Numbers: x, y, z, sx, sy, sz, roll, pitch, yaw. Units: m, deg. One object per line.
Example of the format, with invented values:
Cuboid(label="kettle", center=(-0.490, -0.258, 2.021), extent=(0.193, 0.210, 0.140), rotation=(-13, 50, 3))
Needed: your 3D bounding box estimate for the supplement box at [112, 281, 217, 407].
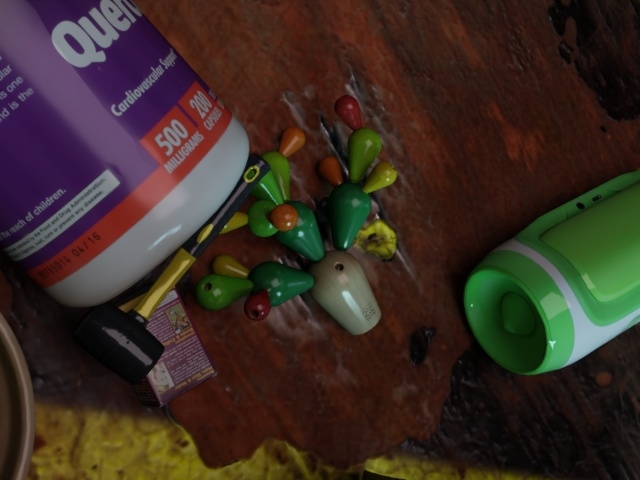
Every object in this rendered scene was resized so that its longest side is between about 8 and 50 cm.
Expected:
Cuboid(label="supplement box", center=(-0.125, 0.079, 0.806), extent=(0.055, 0.043, 0.083), rotation=(-28, 98, -30))

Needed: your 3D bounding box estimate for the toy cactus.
Cuboid(label="toy cactus", center=(0.000, 0.000, 0.867), extent=(0.180, 0.112, 0.219), rotation=(55, 53, -24))

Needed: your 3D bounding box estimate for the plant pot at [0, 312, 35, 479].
Cuboid(label="plant pot", center=(-0.309, 0.116, 0.656), extent=(0.237, 0.110, 0.237), rotation=(3, 83, -30))

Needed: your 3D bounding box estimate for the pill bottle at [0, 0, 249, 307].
Cuboid(label="pill bottle", center=(-0.210, -0.121, 0.701), extent=(0.323, 0.181, 0.181), rotation=(48, 64, -17))

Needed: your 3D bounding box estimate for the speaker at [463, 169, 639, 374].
Cuboid(label="speaker", center=(0.278, 0.018, 1.004), extent=(0.297, 0.131, 0.131), rotation=(-25, 97, -30))

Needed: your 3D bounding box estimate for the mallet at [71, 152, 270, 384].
Cuboid(label="mallet", center=(-0.108, 0.010, 0.763), extent=(0.062, 0.039, 0.189), rotation=(31, 82, -9))

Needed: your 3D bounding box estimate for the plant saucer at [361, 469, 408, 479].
Cuboid(label="plant saucer", center=(0.058, 0.332, 0.717), extent=(0.081, 0.333, 0.332), rotation=(8, 79, 0))
